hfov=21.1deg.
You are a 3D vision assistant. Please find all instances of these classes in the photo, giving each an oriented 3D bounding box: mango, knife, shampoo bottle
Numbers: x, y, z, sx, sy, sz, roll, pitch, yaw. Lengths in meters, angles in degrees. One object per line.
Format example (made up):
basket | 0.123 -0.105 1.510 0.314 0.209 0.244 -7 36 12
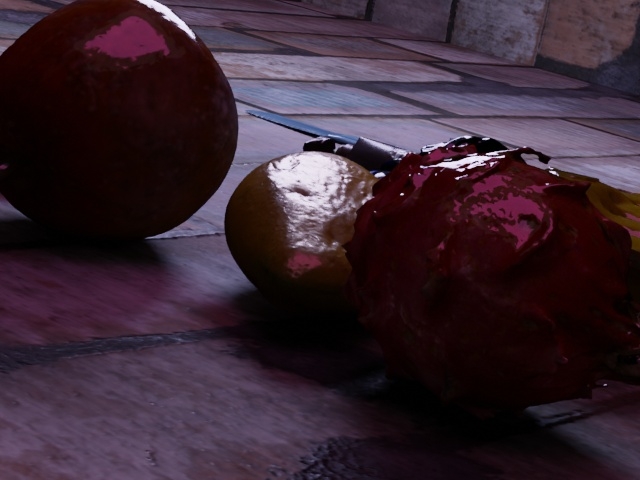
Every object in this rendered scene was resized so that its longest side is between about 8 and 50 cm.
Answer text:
mango | 0.000 0.000 1.522 0.176 0.119 0.317 23 15 -4
knife | 0.011 -0.148 2.416 0.313 0.019 0.044 19 17 39
shampoo bottle | 0.082 -0.082 2.075 0.236 0.067 0.068 21 -3 41

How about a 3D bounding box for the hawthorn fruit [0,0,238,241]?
hawthorn fruit | -0.212 -0.118 1.597 0.263 0.231 0.235 12 1 -19

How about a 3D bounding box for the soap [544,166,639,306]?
soap | 0.325 0.029 1.625 0.281 0.143 0.259 13 17 9

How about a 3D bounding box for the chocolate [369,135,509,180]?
chocolate | 0.110 -0.031 1.753 0.148 0.126 0.343 -3 -1 -12

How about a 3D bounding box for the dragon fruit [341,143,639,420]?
dragon fruit | 0.141 0.039 1.307 0.268 0.205 0.210 27 16 25
